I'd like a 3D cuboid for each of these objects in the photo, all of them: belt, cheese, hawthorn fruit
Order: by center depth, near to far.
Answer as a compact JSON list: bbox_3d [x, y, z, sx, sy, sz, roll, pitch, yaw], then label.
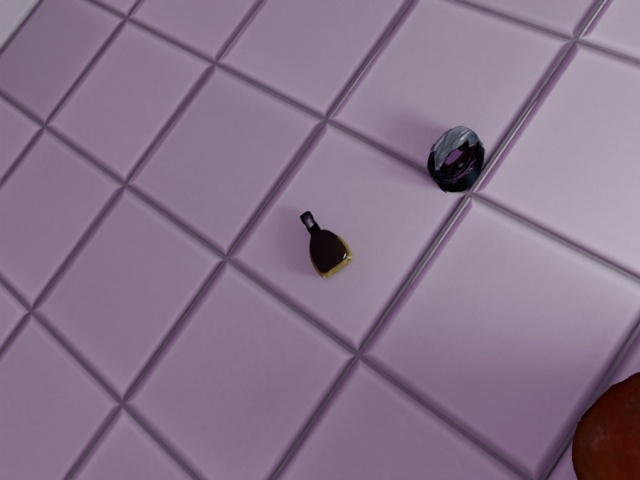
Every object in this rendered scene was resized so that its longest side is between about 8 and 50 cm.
[{"bbox_3d":[0.523,0.324,0.920,0.295,0.295,0.311,-42,42,3],"label":"hawthorn fruit"},{"bbox_3d":[0.280,-0.166,1.344,0.105,0.058,0.140,23,83,34],"label":"belt"},{"bbox_3d":[0.000,0.000,1.407,0.086,0.036,0.162,-37,60,9],"label":"cheese"}]
